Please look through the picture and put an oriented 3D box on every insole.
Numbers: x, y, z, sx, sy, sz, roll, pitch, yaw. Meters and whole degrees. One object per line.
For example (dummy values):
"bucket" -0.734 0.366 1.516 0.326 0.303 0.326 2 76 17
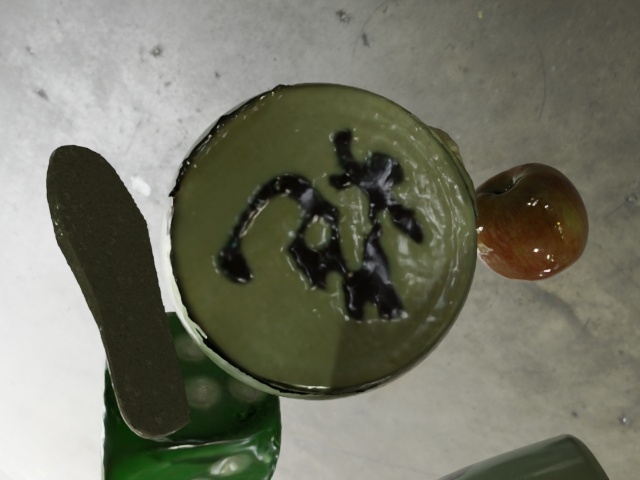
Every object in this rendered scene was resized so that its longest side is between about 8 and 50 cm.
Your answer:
"insole" -0.122 0.025 0.399 0.010 0.063 0.192 -32 71 36

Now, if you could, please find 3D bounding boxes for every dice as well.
"dice" -0.246 0.319 1.193 0.297 0.287 0.300 -1 135 -18

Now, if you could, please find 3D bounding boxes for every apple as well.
"apple" 0.332 -0.025 1.057 0.188 0.188 0.174 -22 109 41

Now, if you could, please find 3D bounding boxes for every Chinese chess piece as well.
"Chinese chess piece" 0.000 0.000 0.725 0.349 0.349 0.146 42 172 -3

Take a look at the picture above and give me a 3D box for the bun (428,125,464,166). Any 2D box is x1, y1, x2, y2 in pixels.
"bun" 0.164 -0.089 1.057 0.164 0.111 0.188 0 95 52

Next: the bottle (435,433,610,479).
"bottle" 0.113 0.329 0.610 0.351 0.229 0.229 -18 118 4
